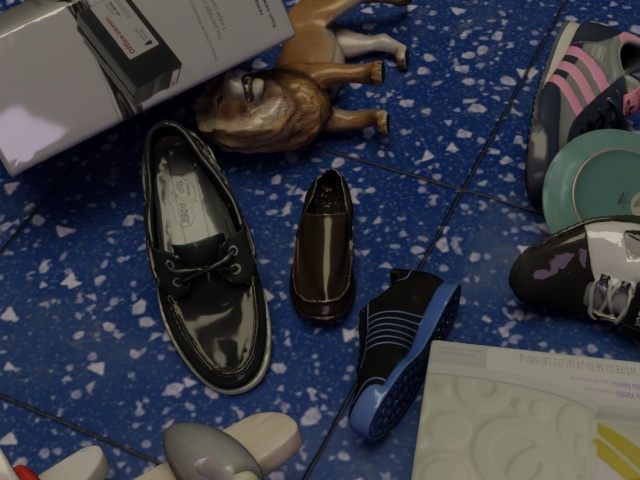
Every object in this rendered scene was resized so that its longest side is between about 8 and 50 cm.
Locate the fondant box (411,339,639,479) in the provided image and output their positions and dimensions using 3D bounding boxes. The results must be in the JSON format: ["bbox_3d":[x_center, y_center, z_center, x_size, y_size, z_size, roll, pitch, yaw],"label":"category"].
[{"bbox_3d":[0.207,0.266,1.102,0.238,0.096,0.330,5,52,10],"label":"fondant box"}]

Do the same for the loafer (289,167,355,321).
[{"bbox_3d":[0.000,0.000,1.358,0.080,0.078,0.220,-3,49,3],"label":"loafer"}]

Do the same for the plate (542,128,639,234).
[{"bbox_3d":[0.358,-0.047,1.344,0.188,0.024,0.188,2,76,-6],"label":"plate"}]

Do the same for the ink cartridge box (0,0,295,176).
[{"bbox_3d":[-0.270,-0.261,1.455,0.395,0.166,0.285,-28,21,-10],"label":"ink cartridge box"}]

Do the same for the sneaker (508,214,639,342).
[{"bbox_3d":[0.379,0.058,1.244,0.331,0.122,0.146,-3,48,3],"label":"sneaker"}]

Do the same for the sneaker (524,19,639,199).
[{"bbox_3d":[0.347,-0.172,1.451,0.131,0.112,0.319,11,53,18],"label":"sneaker"}]

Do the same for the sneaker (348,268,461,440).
[{"bbox_3d":[0.074,0.121,1.254,0.090,0.081,0.232,17,47,23],"label":"sneaker"}]

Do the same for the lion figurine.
[{"bbox_3d":[-0.012,-0.247,1.556,0.240,0.142,0.392,1,35,16],"label":"lion figurine"}]

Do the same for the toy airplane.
[{"bbox_3d":[-0.226,0.296,1.001,0.384,0.272,0.386,4,51,10],"label":"toy airplane"}]

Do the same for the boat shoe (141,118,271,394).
[{"bbox_3d":[-0.140,0.007,1.299,0.127,0.113,0.340,-11,66,0],"label":"boat shoe"}]
